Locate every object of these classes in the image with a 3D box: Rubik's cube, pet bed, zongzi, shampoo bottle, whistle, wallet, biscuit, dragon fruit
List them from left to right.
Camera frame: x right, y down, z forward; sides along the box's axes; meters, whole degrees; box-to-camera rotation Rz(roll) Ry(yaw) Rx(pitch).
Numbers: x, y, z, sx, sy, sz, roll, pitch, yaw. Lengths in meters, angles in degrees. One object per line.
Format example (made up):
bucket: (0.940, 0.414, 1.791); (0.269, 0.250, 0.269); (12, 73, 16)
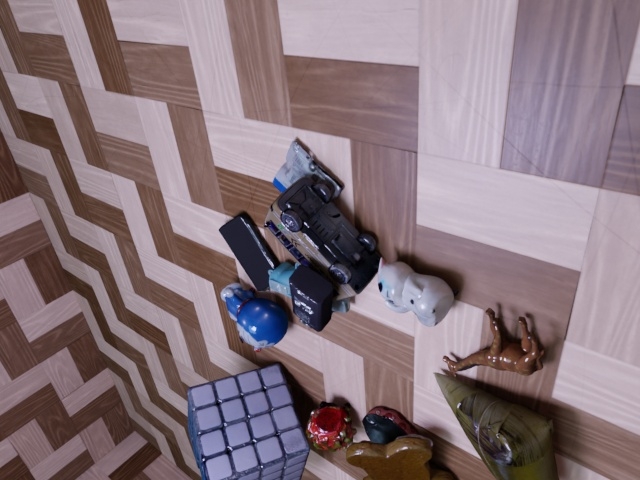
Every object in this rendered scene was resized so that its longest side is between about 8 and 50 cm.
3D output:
Rubik's cube: (-0.260, 0.680, 1.721); (0.344, 0.344, 0.337); (101, 150, -46)
wallet: (-0.205, 0.041, 1.515); (0.149, 0.044, 0.250); (-28, 96, 47)
whistle: (-0.038, 0.130, 1.381); (0.274, 0.093, 0.186); (20, 133, 30)
shampoo bottle: (-0.021, 0.159, 1.236); (0.098, 0.071, 0.309); (31, 159, 14)
dragon fruit: (0.040, 0.604, 1.613); (0.160, 0.167, 0.172); (50, 165, 29)
pet bed: (0.212, 0.586, 1.495); (0.201, 0.053, 0.201); (26, 134, 29)
biscuit: (0.244, 0.689, 1.460); (0.283, 0.064, 0.432); (-15, 127, 21)
zongzi: (0.406, 0.465, 1.176); (0.300, 0.145, 0.273); (23, 140, 55)

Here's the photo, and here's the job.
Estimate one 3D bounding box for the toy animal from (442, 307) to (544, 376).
toy animal: (0.366, 0.244, 1.082); (0.224, 0.066, 0.229); (18, 134, 36)

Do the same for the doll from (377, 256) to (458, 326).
doll: (0.204, 0.114, 1.111); (0.181, 0.107, 0.110); (23, 152, 31)

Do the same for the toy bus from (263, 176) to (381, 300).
toy bus: (0.000, 0.000, 1.188); (0.289, 0.139, 0.157); (46, 146, -7)

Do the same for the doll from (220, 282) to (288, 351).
doll: (-0.222, 0.240, 1.589); (0.257, 0.161, 0.215); (27, 163, 44)

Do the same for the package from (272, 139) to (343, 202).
package: (-0.038, -0.137, 1.232); (0.171, 0.027, 0.173); (44, 142, 6)
